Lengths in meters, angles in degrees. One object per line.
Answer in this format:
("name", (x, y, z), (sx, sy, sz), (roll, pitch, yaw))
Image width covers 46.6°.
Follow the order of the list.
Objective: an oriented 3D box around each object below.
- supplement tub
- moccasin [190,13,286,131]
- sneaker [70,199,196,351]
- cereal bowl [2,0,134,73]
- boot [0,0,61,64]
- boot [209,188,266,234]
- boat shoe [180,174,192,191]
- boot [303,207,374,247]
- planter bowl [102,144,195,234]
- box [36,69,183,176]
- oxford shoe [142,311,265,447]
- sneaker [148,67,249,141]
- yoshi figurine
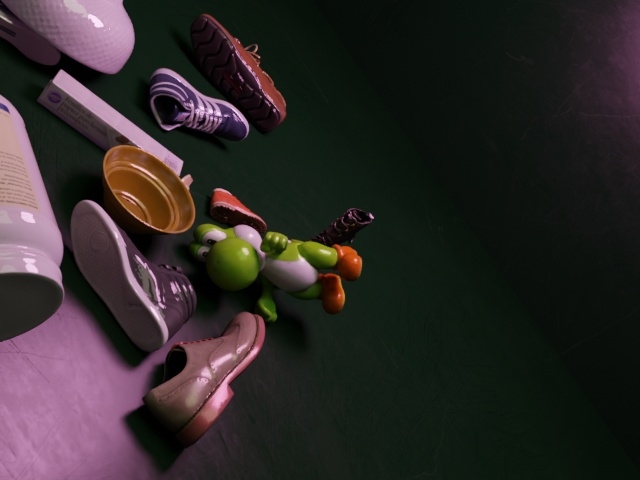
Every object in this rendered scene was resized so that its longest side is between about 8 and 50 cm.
("supplement tub", (-0.505, -0.036, 1.048), (0.235, 0.235, 0.325), (10, 47, -53))
("moccasin", (-0.232, -0.496, 2.170), (0.380, 0.139, 0.147), (44, 26, -14))
("sneaker", (-0.337, 0.053, 1.356), (0.295, 0.104, 0.147), (58, 25, 2))
("cereal bowl", (-0.547, -0.534, 1.646), (0.339, 0.141, 0.339), (40, 15, -13))
("boot", (-0.630, -0.453, 1.568), (0.190, 0.069, 0.086), (33, 37, -30))
("boot", (-0.195, -0.070, 1.778), (0.158, 0.059, 0.084), (30, 28, -33))
("boat shoe", (-0.315, -0.100, 1.641), (0.045, 0.050, 0.135), (48, 36, -13))
("boot", (0.000, 0.000, 1.795), (0.091, 0.229, 0.263), (55, 27, 9))
("planter bowl", (-0.364, -0.079, 1.484), (0.217, 0.090, 0.217), (37, 30, -26))
("box", (-0.441, -0.229, 1.587), (0.324, 0.063, 0.067), (37, 28, -25))
("oxford shoe", (-0.200, 0.211, 1.341), (0.130, 0.123, 0.348), (41, 26, -7))
("sneaker", (-0.306, -0.308, 1.854), (0.282, 0.099, 0.153), (30, 27, -22))
("yoshi figurine", (-0.101, 0.065, 1.583), (0.362, 0.203, 0.203), (14, 74, -17))
